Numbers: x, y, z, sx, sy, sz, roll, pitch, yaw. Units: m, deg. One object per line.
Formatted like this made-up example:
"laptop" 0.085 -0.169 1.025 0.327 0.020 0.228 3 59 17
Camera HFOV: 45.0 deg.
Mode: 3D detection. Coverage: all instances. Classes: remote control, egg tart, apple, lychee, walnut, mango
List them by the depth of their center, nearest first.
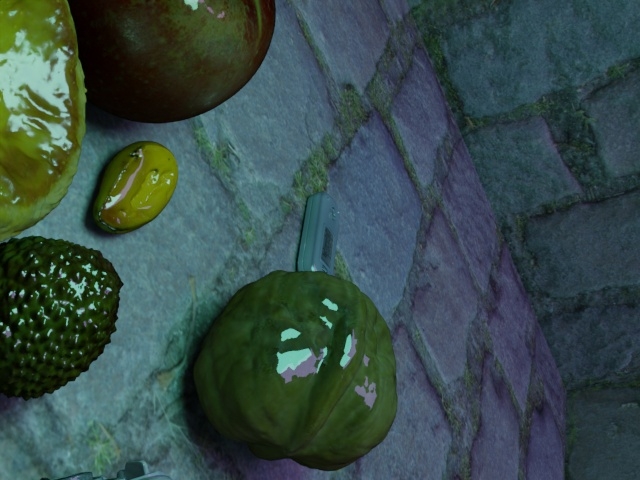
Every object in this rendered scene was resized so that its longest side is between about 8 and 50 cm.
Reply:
"egg tart" -0.336 -0.157 0.713 0.319 0.128 0.319 -2 90 -74
"lychee" -0.290 0.077 0.787 0.171 0.171 0.171 40 41 -48
"apple" -0.221 -0.324 1.012 0.348 0.276 0.349 36 45 -47
"mango" -0.251 -0.071 1.046 0.101 0.066 0.187 66 31 -32
"walnut" -0.030 0.181 1.113 0.282 0.253 0.277 53 32 -37
"remote control" 0.000 0.000 1.512 0.087 0.047 0.244 48 34 -36

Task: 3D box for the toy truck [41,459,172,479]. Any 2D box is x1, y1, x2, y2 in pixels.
"toy truck" -0.269 0.300 0.671 0.363 0.178 0.177 10 65 -64
